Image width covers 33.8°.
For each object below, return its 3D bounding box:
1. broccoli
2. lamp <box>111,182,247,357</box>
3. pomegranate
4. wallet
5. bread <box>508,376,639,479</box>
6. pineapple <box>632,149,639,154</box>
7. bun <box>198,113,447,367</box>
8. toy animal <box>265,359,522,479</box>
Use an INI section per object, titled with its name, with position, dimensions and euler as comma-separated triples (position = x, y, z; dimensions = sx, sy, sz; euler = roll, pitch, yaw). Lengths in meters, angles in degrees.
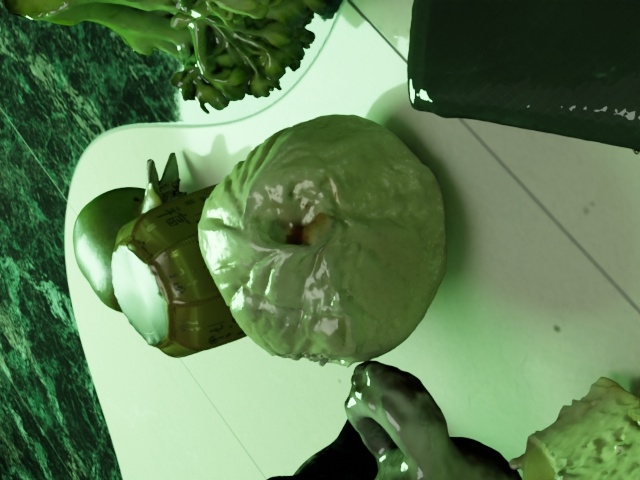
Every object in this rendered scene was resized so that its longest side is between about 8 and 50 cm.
[broccoli]
position = -0.131, -0.249, 0.853
dimensions = 0.288, 0.245, 0.248
euler = 30, 124, 34
[lamp]
position = -0.100, 0.024, 1.036
dimensions = 0.161, 0.185, 0.161
euler = 32, 133, 41
[pomegranate]
position = -0.204, -0.011, 1.224
dimensions = 0.152, 0.131, 0.191
euler = 51, 122, 28
[wallet]
position = 0.163, -0.148, 0.677
dimensions = 0.245, 0.052, 0.169
euler = 19, 109, 43
[bread]
position = 0.208, 0.244, 0.714
dimensions = 0.211, 0.183, 0.224
euler = 62, 177, -9
[pineapple]
position = 0.194, -0.100, 0.707
dimensions = 0.083, 0.019, 0.045
euler = 47, 149, 23
[bun]
position = 0.000, 0.000, 0.879
dimensions = 0.220, 0.134, 0.220
euler = -1, 86, 21
[toy animal]
position = 0.060, 0.252, 0.958
dimensions = 0.344, 0.194, 0.303
euler = -23, 96, 59
